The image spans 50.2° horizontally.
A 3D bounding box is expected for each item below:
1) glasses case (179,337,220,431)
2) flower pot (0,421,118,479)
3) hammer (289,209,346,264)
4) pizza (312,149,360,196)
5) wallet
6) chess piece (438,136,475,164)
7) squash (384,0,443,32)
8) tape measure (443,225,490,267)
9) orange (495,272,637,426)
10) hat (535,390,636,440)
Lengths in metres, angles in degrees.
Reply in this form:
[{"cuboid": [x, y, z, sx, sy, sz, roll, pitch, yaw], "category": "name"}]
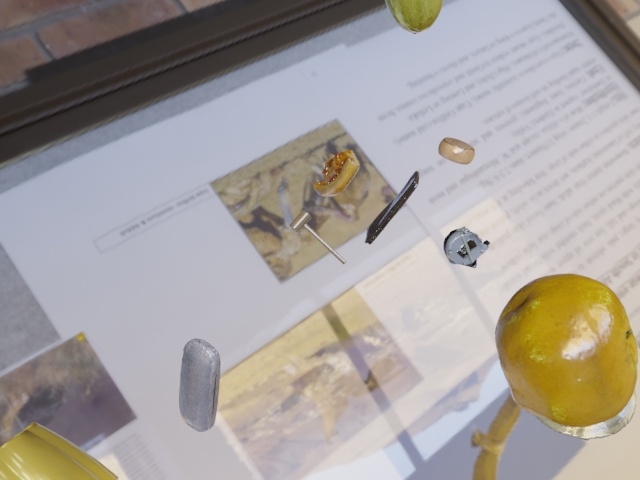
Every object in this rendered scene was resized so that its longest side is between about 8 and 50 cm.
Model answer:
[{"cuboid": [-0.323, 0.387, 1.814, 0.067, 0.109, 0.282, -31, 135, -51], "category": "glasses case"}, {"cuboid": [-0.468, 0.411, 1.129, 0.195, 0.179, 0.195, -46, -178, 2], "category": "flower pot"}, {"cuboid": [0.000, 0.000, 1.121, 0.035, 0.110, 0.019, -47, -178, -10], "category": "hammer"}, {"cuboid": [0.043, -0.195, 1.989, 0.056, 0.134, 0.271, 9, 176, -20], "category": "pizza"}, {"cuboid": [0.215, -0.097, 2.034, 0.244, 0.025, 0.124, -53, -172, 23], "category": "wallet"}, {"cuboid": [0.307, -0.202, 1.539, 0.083, 0.083, 0.038, -20, 135, -58], "category": "chess piece"}, {"cuboid": [0.183, -0.535, 1.380, 0.132, 0.132, 0.247, -34, 128, -12], "category": "squash"}, {"cuboid": [0.333, 0.017, 1.585, 0.091, 0.094, 0.054, -59, -162, 11], "category": "tape measure"}, {"cuboid": [0.438, 0.197, 1.226, 0.235, 0.279, 0.279, -16, -178, 31], "category": "orange"}, {"cuboid": [0.560, 0.293, 1.475, 0.252, 0.252, 0.110, -32, 141, -23], "category": "hat"}]
